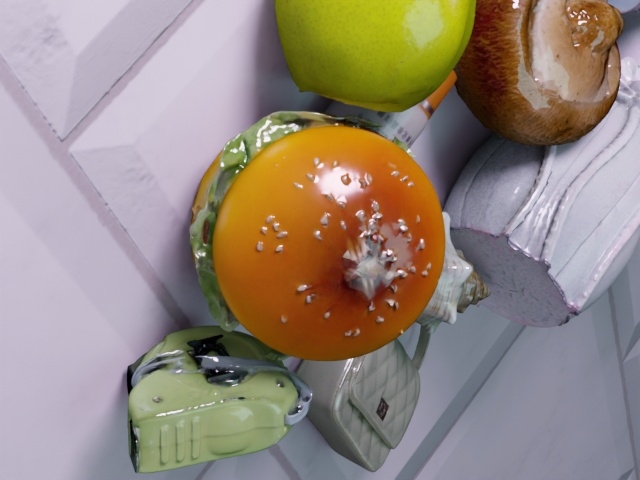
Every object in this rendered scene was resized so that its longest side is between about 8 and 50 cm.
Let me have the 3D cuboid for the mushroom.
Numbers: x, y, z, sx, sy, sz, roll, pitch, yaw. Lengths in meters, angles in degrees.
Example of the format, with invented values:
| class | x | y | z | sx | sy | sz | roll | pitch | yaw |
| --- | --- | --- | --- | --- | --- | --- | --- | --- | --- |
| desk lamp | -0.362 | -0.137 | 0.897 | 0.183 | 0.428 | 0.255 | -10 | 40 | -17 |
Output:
| class | x | y | z | sx | sy | sz | roll | pitch | yaw |
| --- | --- | --- | --- | --- | --- | --- | --- | --- | --- |
| mushroom | 0.238 | -0.226 | 1.383 | 0.253 | 0.153 | 0.253 | 0 | 91 | -44 |

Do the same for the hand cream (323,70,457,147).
| class | x | y | z | sx | sy | sz | roll | pitch | yaw |
| --- | --- | --- | --- | --- | --- | --- | --- | --- | --- |
| hand cream | 0.018 | -0.063 | 1.269 | 0.314 | 0.089 | 0.140 | -52 | 137 | -7 |

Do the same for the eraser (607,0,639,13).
| class | x | y | z | sx | sy | sz | roll | pitch | yaw |
| --- | --- | --- | --- | --- | --- | --- | --- | --- | --- |
| eraser | 0.401 | -0.368 | 1.533 | 0.227 | 0.081 | 0.174 | -19 | 87 | -49 |

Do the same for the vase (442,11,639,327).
| class | x | y | z | sx | sy | sz | roll | pitch | yaw |
| --- | --- | --- | --- | --- | --- | --- | --- | --- | --- |
| vase | 0.334 | -0.107 | 1.575 | 0.445 | 0.250 | 0.250 | -52 | 148 | -25 |

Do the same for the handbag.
| class | x | y | z | sx | sy | sz | roll | pitch | yaw |
| --- | --- | --- | --- | --- | --- | --- | --- | --- | --- |
| handbag | 0.071 | 0.151 | 1.529 | 0.219 | 0.079 | 0.256 | -59 | 151 | -16 |

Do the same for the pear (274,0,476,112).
| class | x | y | z | sx | sy | sz | roll | pitch | yaw |
| --- | --- | --- | --- | --- | --- | --- | --- | --- | --- |
| pear | 0.057 | -0.225 | 1.116 | 0.187 | 0.187 | 0.220 | 4 | 106 | -57 |

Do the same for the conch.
| class | x | y | z | sx | sy | sz | roll | pitch | yaw |
| --- | --- | --- | --- | --- | --- | --- | --- | --- | --- |
| conch | 0.117 | 0.020 | 1.431 | 0.234 | 0.114 | 0.137 | 43 | 36 | -32 |

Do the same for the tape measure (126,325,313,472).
| class | x | y | z | sx | sy | sz | roll | pitch | yaw |
| --- | --- | --- | --- | --- | --- | --- | --- | --- | --- |
| tape measure | -0.105 | 0.143 | 1.188 | 0.177 | 0.154 | 0.088 | -5 | 119 | -20 |

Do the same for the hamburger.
| class | x | y | z | sx | sy | sz | roll | pitch | yaw |
| --- | --- | --- | --- | --- | --- | --- | --- | --- | --- |
| hamburger | 0.001 | 0.001 | 1.144 | 0.246 | 0.170 | 0.246 | -7 | 109 | -21 |
